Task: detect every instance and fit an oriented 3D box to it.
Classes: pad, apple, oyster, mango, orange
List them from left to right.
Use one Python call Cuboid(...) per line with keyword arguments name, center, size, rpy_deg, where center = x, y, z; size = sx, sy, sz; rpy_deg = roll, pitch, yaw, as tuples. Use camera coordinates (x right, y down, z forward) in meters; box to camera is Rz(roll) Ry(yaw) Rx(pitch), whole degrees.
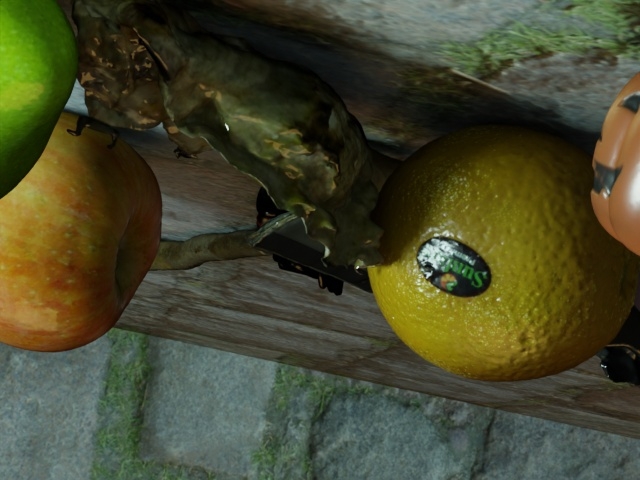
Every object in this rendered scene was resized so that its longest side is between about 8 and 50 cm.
Cuboid(name="mango", center=(-0.279, -0.115, 1.302), size=(0.156, 0.192, 0.343), rpy_deg=(-28, -170, -32))
Cuboid(name="apple", center=(-0.292, -0.015, 1.715), size=(0.241, 0.242, 0.242), rpy_deg=(15, 171, 16))
Cuboid(name="oyster", center=(-0.076, -0.094, 1.356), size=(0.337, 0.133, 0.198), rpy_deg=(29, 176, -39))
Cuboid(name="pad", center=(0.054, -0.006, 1.826), size=(0.174, 0.022, 0.233), rpy_deg=(-29, 149, 30))
Cuboid(name="orange", center=(0.151, 0.011, 1.450), size=(0.236, 0.236, 0.236), rpy_deg=(10, 170, 2))

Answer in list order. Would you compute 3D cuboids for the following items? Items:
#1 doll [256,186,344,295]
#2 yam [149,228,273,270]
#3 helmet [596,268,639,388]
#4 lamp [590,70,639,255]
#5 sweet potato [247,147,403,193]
Cuboid(name="doll", center=(0.002, -0.002, 1.929), size=(0.127, 0.088, 0.249), rpy_deg=(29, 168, 25))
Cuboid(name="yam", center=(-0.150, 0.014, 2.255), size=(0.045, 0.045, 0.327), rpy_deg=(-9, -178, -33))
Cuboid(name="helmet", center=(0.322, 0.052, 1.669), size=(0.198, 0.154, 0.253), rpy_deg=(43, -159, -11))
Cuboid(name="lamp", center=(0.280, -0.050, 1.162), size=(0.187, 0.164, 0.187), rpy_deg=(18, -166, -5))
Cuboid(name="sweet potato", center=(-0.018, -0.073, 1.596), size=(0.243, 0.077, 0.077), rpy_deg=(19, 168, -10))
